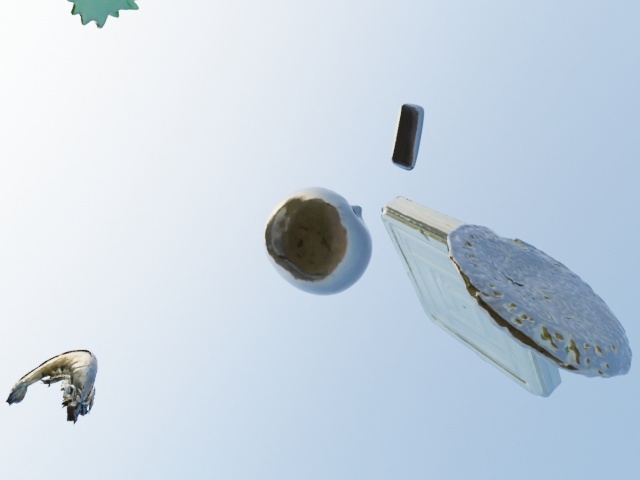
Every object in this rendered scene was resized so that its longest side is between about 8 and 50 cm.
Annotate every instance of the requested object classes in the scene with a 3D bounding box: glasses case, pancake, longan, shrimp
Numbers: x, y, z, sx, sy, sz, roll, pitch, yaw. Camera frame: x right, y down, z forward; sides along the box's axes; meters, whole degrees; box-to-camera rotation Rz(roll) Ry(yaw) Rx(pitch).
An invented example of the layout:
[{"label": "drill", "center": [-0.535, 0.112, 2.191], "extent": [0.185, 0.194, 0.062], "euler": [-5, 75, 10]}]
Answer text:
[{"label": "glasses case", "center": [0.108, -0.130, 0.616], "extent": [0.023, 0.033, 0.083], "euler": [171, -69, -68]}, {"label": "pancake", "center": [0.197, 0.047, 0.457], "extent": [0.199, 0.199, 0.021], "euler": [44, -57, 27]}, {"label": "longan", "center": [-0.001, 0.004, 1.315], "extent": [0.297, 0.297, 0.297], "euler": [-4, -99, 29]}, {"label": "shrimp", "center": [-0.675, 0.378, 1.265], "extent": [0.290, 0.222, 0.054], "euler": [39, -39, 54]}]

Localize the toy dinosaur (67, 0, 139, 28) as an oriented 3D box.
[{"label": "toy dinosaur", "center": [-0.299, -0.350, 0.606], "extent": [0.194, 0.152, 0.177], "euler": [-43, -117, 20]}]

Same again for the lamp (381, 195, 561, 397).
[{"label": "lamp", "center": [0.212, 0.075, 0.730], "extent": [0.047, 0.266, 0.269], "euler": [-37, -149, -11]}]
